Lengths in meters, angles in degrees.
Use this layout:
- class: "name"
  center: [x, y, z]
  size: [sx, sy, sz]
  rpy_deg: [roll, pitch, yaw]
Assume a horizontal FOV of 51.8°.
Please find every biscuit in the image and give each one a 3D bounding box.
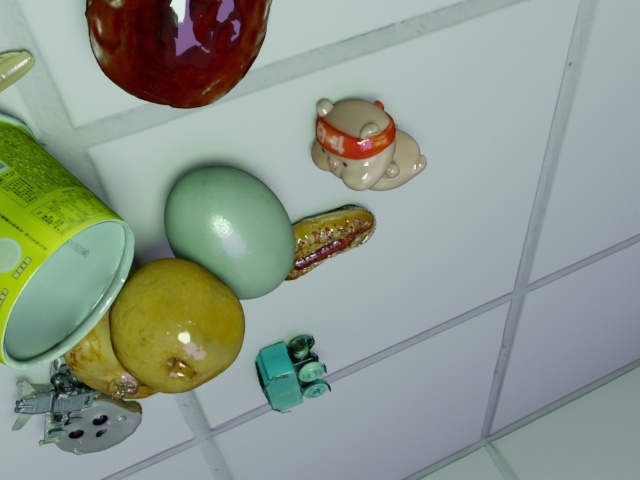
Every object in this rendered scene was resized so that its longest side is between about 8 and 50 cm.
- class: "biscuit"
  center: [-0.503, 0.411, 1.460]
  size: [0.181, 0.049, 0.208]
  rpy_deg: [-38, 142, 4]

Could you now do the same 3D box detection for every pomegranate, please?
- class: "pomegranate"
  center: [-0.340, 0.173, 1.177]
  size: [0.248, 0.248, 0.248]
  rpy_deg: [-18, 139, -17]

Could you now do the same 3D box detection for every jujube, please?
- class: "jujube"
  center: [-0.160, -0.322, 0.817]
  size: [0.223, 0.223, 0.318]
  rpy_deg: [6, 120, -37]

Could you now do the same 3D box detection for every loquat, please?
- class: "loquat"
  center: [-0.219, 0.130, 1.010]
  size: [0.208, 0.208, 0.208]
  rpy_deg: [-18, 139, -17]

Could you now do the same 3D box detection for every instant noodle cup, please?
- class: "instant noodle cup"
  center: [-0.409, 0.018, 0.871]
  size: [0.311, 0.221, 0.311]
  rpy_deg: [-54, 167, -18]

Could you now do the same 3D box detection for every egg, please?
- class: "egg"
  center: [-0.151, -0.010, 1.132]
  size: [0.203, 0.203, 0.283]
  rpy_deg: [-35, 138, 3]

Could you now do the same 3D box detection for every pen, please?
- class: "pen"
  center: [-0.480, -0.184, 0.870]
  size: [0.233, 0.032, 0.040]
  rpy_deg: [-33, 118, 1]

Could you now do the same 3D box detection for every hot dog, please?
- class: "hot dog"
  center: [0.000, 0.000, 1.352]
  size: [0.252, 0.069, 0.131]
  rpy_deg: [-24, 140, -12]

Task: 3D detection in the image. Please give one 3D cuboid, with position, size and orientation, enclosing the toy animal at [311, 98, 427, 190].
- class: "toy animal"
  center: [0.078, -0.165, 1.167]
  size: [0.171, 0.171, 0.197]
  rpy_deg: [-46, 142, 16]

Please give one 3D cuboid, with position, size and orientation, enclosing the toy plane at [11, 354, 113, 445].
- class: "toy plane"
  center: [-0.490, 0.316, 1.341]
  size: [0.262, 0.088, 0.192]
  rpy_deg: [2, 102, -40]

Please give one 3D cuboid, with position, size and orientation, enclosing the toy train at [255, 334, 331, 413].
- class: "toy train"
  center: [-0.071, 0.328, 1.618]
  size: [0.163, 0.112, 0.203]
  rpy_deg: [-18, 139, -7]
